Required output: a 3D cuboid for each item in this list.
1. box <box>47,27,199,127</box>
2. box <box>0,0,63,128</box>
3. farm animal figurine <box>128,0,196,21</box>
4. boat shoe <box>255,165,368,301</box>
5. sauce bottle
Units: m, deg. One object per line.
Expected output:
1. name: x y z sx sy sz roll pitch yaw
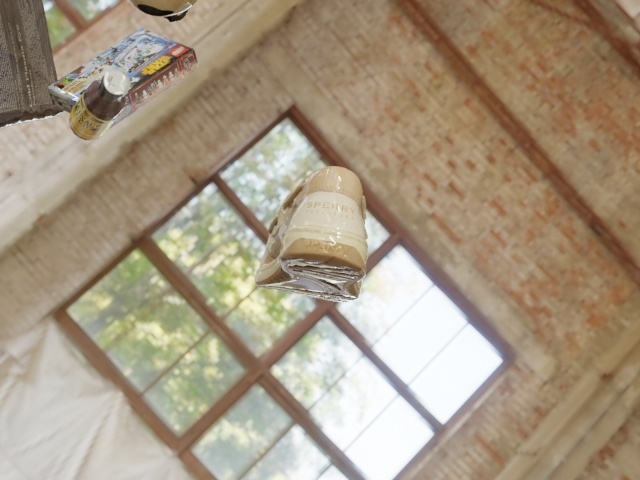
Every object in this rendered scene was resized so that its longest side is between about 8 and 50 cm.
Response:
1. box: -0.212 -0.176 1.287 0.094 0.137 0.027 27 -36 38
2. box: -0.506 -0.193 1.342 0.312 0.343 0.179 -79 161 -80
3. farm animal figurine: -0.236 -0.325 1.197 0.326 0.172 0.330 29 -14 -36
4. boat shoe: 0.000 0.000 1.357 0.121 0.110 0.341 10 -12 -8
5. sauce bottle: -0.213 -0.133 1.151 0.042 0.042 0.128 48 -26 -4
